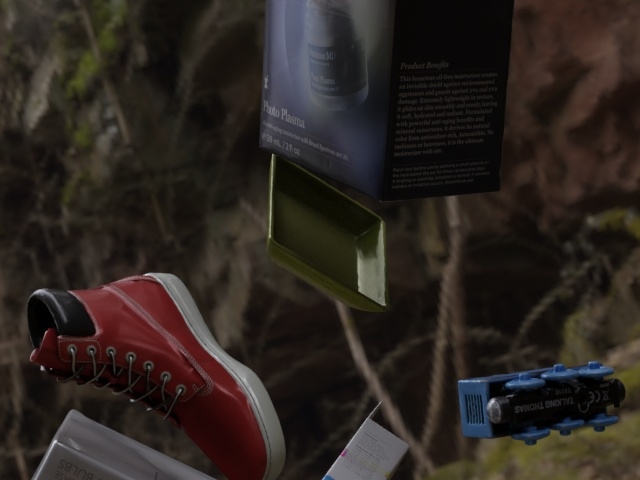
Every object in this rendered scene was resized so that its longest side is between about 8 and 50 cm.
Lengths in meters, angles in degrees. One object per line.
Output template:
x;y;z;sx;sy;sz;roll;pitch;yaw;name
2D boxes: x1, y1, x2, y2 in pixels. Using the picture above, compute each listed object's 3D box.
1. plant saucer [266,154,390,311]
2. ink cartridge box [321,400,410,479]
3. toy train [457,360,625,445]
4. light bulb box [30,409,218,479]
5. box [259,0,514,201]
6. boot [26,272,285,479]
0.000;0.000;2.051;0.188;0.188;0.045;31;-57;-23;plant saucer
0.038;0.277;1.827;0.181;0.062;0.104;-49;-11;-47;ink cartridge box
0.241;0.172;1.744;0.184;0.080;0.105;-6;1;-33;toy train
-0.159;0.400;1.468;0.358;0.361;0.225;26;-1;-3;light bulb box
0.071;-0.225;1.909;0.183;0.294;0.296;-6;17;-31;box
-0.153;0.131;1.399;0.176;0.244;0.088;-6;-44;-46;boot
